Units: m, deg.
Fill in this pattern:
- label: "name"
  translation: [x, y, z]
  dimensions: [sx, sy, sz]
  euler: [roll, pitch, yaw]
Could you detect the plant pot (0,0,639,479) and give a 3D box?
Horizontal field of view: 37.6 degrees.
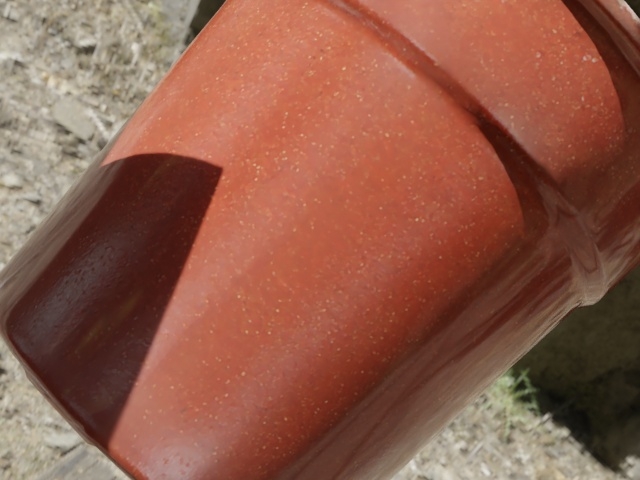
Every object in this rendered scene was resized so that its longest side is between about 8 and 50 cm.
- label: "plant pot"
  translation: [0.000, 0.000, 0.473]
  dimensions: [0.272, 0.265, 0.272]
  euler: [42, -7, 6]
